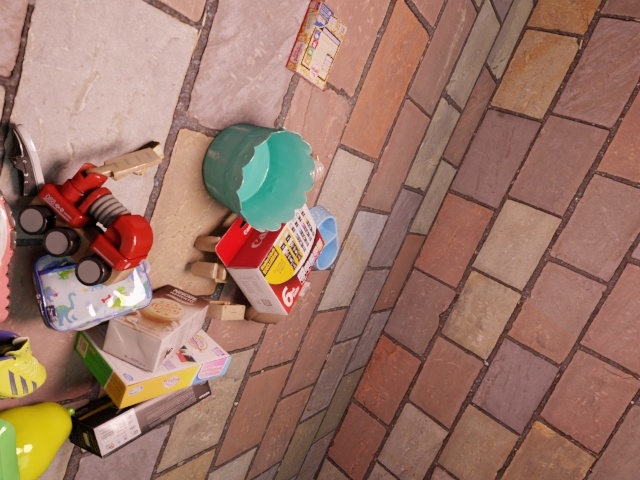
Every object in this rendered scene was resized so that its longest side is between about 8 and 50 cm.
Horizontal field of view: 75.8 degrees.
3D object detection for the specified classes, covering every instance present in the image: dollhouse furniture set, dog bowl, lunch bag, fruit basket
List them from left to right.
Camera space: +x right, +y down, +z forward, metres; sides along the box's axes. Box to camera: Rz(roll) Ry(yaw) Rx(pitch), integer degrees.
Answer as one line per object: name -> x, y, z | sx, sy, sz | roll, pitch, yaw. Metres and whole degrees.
fruit basket -> -0.734, 0.480, 0.869 | 0.392, 0.282, 0.393 | -169, -90, -82
lunch bag -> -0.499, 0.092, 0.903 | 0.218, 0.090, 0.176 | -12, 90, -40
dollhouse furniture set -> -0.312, 0.110, 1.262 | 0.212, 0.160, 0.243 | 16, 79, -58
dog bowl -> 0.000, 0.000, 1.640 | 0.166, 0.074, 0.298 | -41, 143, -29

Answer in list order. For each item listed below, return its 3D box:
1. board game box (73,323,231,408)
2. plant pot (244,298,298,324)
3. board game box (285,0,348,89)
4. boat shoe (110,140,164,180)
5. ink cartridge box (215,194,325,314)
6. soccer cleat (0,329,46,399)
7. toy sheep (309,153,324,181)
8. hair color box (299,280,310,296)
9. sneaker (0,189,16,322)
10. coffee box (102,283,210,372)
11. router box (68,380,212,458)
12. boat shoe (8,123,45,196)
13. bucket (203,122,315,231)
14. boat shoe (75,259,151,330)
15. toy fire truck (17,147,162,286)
board game box -> -0.435, 0.299, 1.094 | 0.316, 0.242, 0.064 | 3, 114, -55
plant pot -> -0.154, 0.216, 1.450 | 0.237, 0.110, 0.237 | -45, 180, 0
board game box -> -0.008, -0.562, 1.193 | 0.146, 0.045, 0.194 | 8, 109, -57
boat shoe -> -0.410, -0.171, 0.928 | 0.135, 0.050, 0.045 | -44, 140, -26
ink cartridge box -> -0.139, 0.020, 1.259 | 0.272, 0.129, 0.310 | 63, 39, -35
soccer cleat -> -0.638, 0.251, 0.846 | 0.121, 0.093, 0.289 | -30, 155, -15
toy sheep -> -0.033, -0.239, 1.387 | 0.132, 0.091, 0.091 | -34, 141, -45
hair color box -> -0.103, 0.180, 1.667 | 0.072, 0.043, 0.141 | -60, 148, 0
sneaker -> -0.626, 0.027, 0.715 | 0.136, 0.115, 0.314 | -8, 122, -51
coffee box -> -0.413, 0.217, 1.067 | 0.246, 0.141, 0.098 | -51, 162, -74
router box -> -0.498, 0.453, 1.130 | 0.308, 0.242, 0.081 | -19, 94, -47
boat shoe -> -0.546, -0.142, 0.758 | 0.040, 0.049, 0.142 | -28, 138, -41
bucket -> -0.168, -0.182, 1.127 | 0.281, 0.183, 0.282 | -31, 135, -37
boat shoe -> -0.507, 0.138, 1.008 | 0.226, 0.083, 0.076 | -42, 173, -26
toy fire truck -> -0.410, -0.066, 0.822 | 0.246, 0.217, 0.158 | -47, -179, 6
